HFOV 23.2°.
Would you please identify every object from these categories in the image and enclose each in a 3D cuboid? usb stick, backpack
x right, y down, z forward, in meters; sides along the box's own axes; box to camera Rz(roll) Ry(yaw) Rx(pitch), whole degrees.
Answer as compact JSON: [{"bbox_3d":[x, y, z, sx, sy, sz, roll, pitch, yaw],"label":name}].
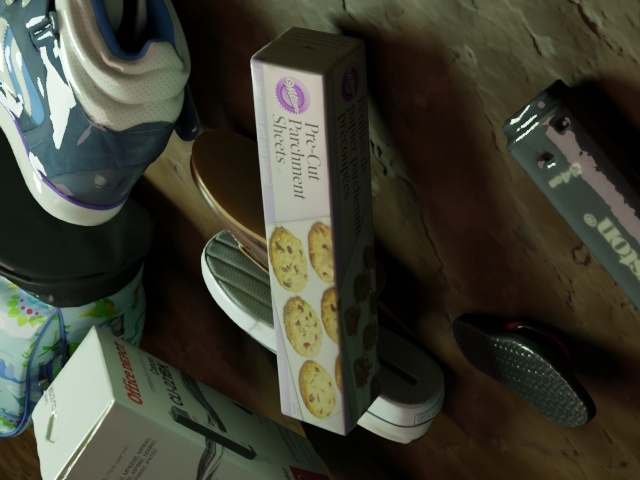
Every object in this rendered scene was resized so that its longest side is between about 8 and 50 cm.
[{"bbox_3d":[0.217,0.021,0.962,0.278,0.045,0.077,51,155,1],"label":"usb stick"},{"bbox_3d":[-0.318,0.049,1.677,0.290,0.273,0.355,36,163,14],"label":"backpack"}]

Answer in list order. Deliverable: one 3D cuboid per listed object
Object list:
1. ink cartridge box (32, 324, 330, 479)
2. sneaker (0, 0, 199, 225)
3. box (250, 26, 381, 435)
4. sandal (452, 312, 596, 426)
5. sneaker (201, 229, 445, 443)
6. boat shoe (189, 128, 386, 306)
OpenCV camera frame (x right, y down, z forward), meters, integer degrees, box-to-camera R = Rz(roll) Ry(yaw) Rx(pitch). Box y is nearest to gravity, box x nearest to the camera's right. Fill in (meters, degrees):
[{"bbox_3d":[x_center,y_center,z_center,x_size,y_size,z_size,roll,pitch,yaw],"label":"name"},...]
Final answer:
[{"bbox_3d":[-0.128,0.217,1.502,0.273,0.114,0.197,30,-172,-21],"label":"ink cartridge box"},{"bbox_3d":[-0.214,-0.197,1.330,0.323,0.130,0.236,59,136,27],"label":"sneaker"},{"bbox_3d":[0.000,0.000,1.181,0.067,0.063,0.324,15,127,26],"label":"box"},{"bbox_3d":[0.156,0.086,1.165,0.179,0.040,0.067,30,145,64],"label":"sandal"},{"bbox_3d":[-0.007,0.090,1.358,0.258,0.094,0.091,39,147,22],"label":"sneaker"},{"bbox_3d":[-0.035,-0.004,1.306,0.207,0.073,0.073,45,152,13],"label":"boat shoe"}]
